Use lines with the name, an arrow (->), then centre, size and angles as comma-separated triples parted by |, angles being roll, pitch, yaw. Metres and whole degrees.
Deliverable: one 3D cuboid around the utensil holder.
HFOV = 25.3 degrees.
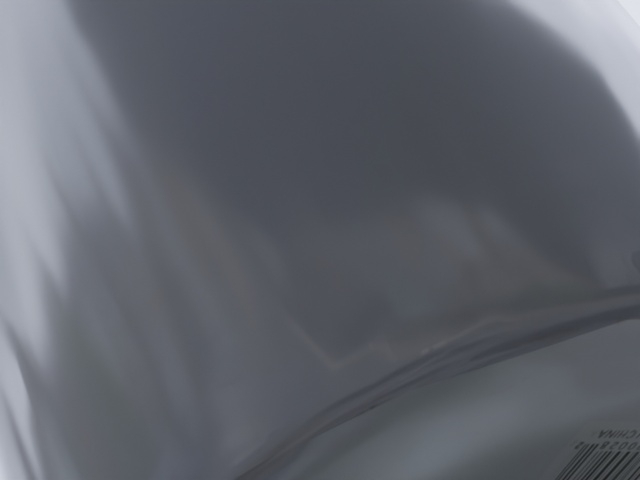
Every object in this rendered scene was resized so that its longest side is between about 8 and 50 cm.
utensil holder -> 0.000, 0.000, 0.608 | 0.327, 0.385, 0.328 | -14, -42, -13
